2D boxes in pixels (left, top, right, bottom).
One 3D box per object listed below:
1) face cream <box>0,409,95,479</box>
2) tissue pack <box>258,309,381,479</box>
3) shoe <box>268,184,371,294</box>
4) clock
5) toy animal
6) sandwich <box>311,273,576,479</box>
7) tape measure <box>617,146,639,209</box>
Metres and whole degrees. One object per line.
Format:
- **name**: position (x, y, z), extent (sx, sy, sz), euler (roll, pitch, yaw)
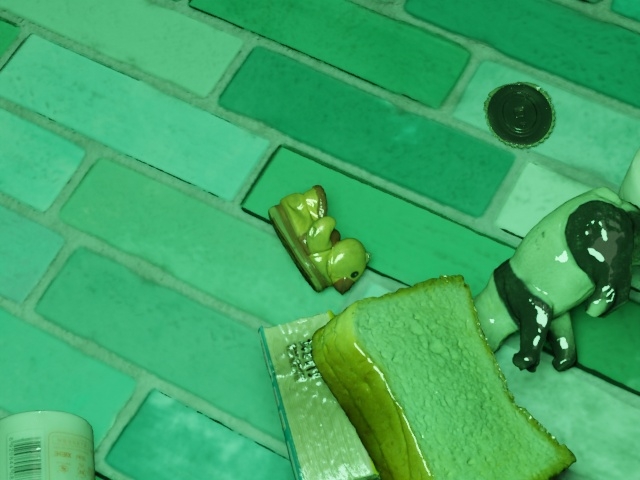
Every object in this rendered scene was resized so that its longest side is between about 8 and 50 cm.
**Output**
- **face cream**: position (-0.248, 0.284, 1.228), extent (0.101, 0.101, 0.252), euler (-8, 63, 1)
- **tissue pack**: position (0.006, 0.163, 1.258), extent (0.082, 0.120, 0.169), euler (-16, 61, 0)
- **shoe**: position (-0.001, -0.002, 1.374), extent (0.069, 0.072, 0.109), euler (-36, 65, -8)
- **clock**: position (0.212, -0.133, 1.460), extent (0.074, 0.010, 0.083), euler (-10, 62, -1)
- **toy animal**: position (0.220, 0.046, 1.295), extent (0.225, 0.094, 0.121), euler (-44, 63, 24)
- **sandwich**: position (0.106, 0.142, 1.214), extent (0.186, 0.065, 0.215), euler (-10, 65, -44)
- **tape measure**: position (0.435, -0.028, 1.323), extent (0.258, 0.130, 0.265), euler (40, 66, 19)
